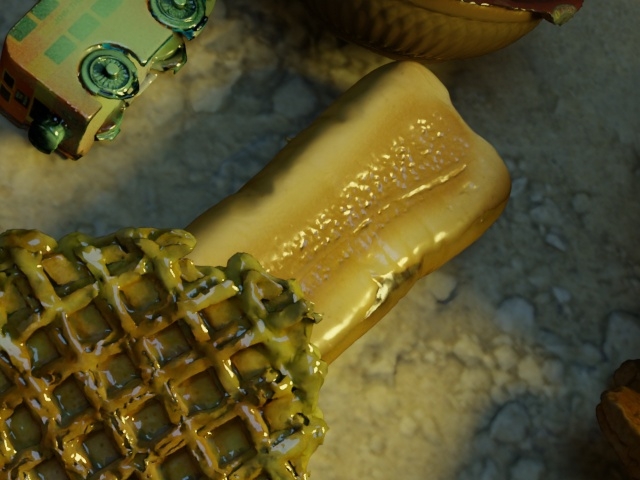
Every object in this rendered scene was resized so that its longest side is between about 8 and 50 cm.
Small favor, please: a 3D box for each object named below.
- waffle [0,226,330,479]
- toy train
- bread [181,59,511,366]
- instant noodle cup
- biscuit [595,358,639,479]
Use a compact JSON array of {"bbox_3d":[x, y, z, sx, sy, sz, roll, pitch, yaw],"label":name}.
[{"bbox_3d":[-0.122,0.111,1.131,0.254,0.052,0.245,11,91,-1],"label":"waffle"},{"bbox_3d":[-0.152,-0.141,1.286,0.099,0.072,0.188,40,59,1],"label":"toy train"},{"bbox_3d":[0.000,0.000,1.263,0.305,0.091,0.142,-40,89,-30],"label":"bread"},{"bbox_3d":[0.057,-0.200,1.352,0.274,0.091,0.274,17,29,-10],"label":"instant noodle cup"},{"bbox_3d":[0.282,0.182,1.245,0.208,0.041,0.290,18,25,-37],"label":"biscuit"}]
